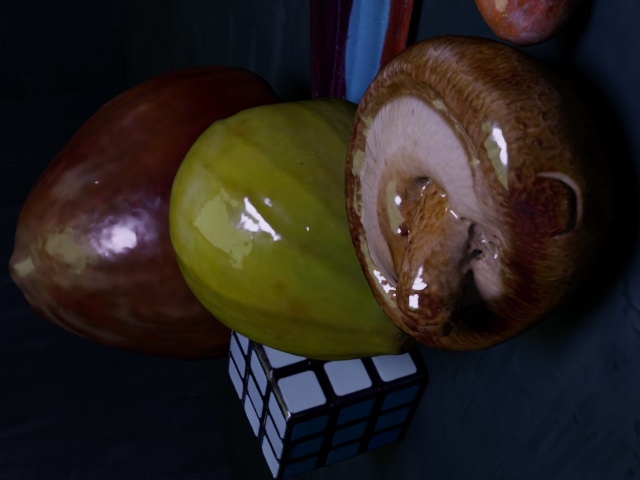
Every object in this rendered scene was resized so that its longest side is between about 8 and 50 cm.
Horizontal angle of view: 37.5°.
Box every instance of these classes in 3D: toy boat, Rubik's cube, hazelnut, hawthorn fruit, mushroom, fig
[{"bbox_3d":[0.039,-0.239,0.850,0.392,0.079,0.136,95,157,-51],"label":"toy boat"},{"bbox_3d":[0.000,0.143,1.031,0.160,0.162,0.163,101,147,-53],"label":"Rubik's cube"},{"bbox_3d":[-0.179,-0.017,1.163,0.352,0.421,0.421,66,168,-15],"label":"hazelnut"},{"bbox_3d":[0.133,-0.169,0.567,0.103,0.067,0.066,108,149,-47],"label":"hawthorn fruit"},{"bbox_3d":[0.107,-0.033,0.635,0.231,0.138,0.194,130,135,-58],"label":"mushroom"},{"bbox_3d":[0.000,0.000,0.829,0.271,0.239,0.239,45,146,39],"label":"fig"}]
